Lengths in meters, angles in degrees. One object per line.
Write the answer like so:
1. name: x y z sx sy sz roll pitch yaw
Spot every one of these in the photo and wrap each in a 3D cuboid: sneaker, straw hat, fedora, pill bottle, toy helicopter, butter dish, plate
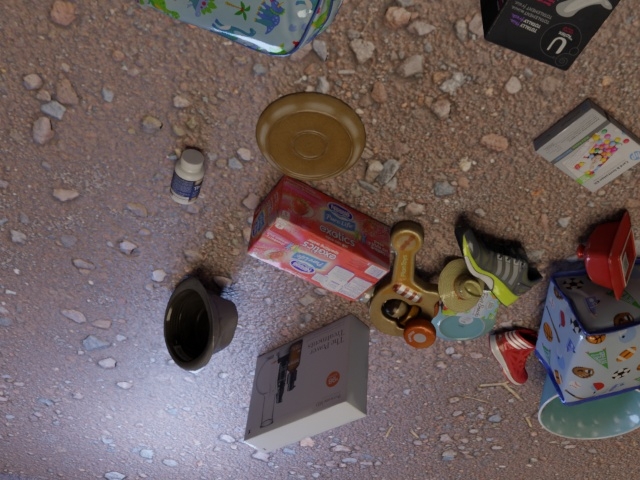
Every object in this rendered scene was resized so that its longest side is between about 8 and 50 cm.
1. sneaker: 0.423 0.040 1.689 0.121 0.111 0.300 -34 132 22
2. straw hat: 0.363 0.117 1.737 0.144 0.145 0.061 30 174 -26
3. fedora: -0.306 0.223 1.882 0.124 0.244 0.275 0 145 -41
4. pill bottle: -0.292 -0.142 1.560 0.067 0.067 0.120 15 137 -11
5. toy helicopter: 0.189 0.100 1.770 0.234 0.140 0.355 8 128 10
6. butter dish: 0.654 0.031 1.636 0.118 0.160 0.160 7 141 36
7. plate: 0.387 0.229 1.942 0.188 0.024 0.188 3 138 3
8. sneaker: 0.573 0.330 1.992 0.128 0.087 0.221 -21 133 27

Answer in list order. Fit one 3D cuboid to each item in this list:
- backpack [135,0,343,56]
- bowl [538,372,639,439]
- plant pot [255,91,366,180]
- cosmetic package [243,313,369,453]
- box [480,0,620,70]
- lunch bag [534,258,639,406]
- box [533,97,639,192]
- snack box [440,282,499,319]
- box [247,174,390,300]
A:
1. backpack: -0.129 -0.448 1.108 0.355 0.273 0.290 12 132 -27
2. bowl: 0.771 0.426 2.022 0.311 0.163 0.312 2 137 2
3. plant pot: -0.022 -0.208 1.494 0.236 0.032 0.236 2 138 2
4. cosmetic package: -0.037 0.403 1.975 0.377 0.285 0.097 -29 128 31
5. box: 0.392 -0.437 1.124 0.165 0.143 0.270 18 136 -12
6. lunch bag: 0.772 0.221 1.758 0.385 0.239 0.328 -12 137 -6
7. box: 0.558 -0.191 1.459 0.186 0.038 0.145 28 133 -25
8. snack box: 0.393 0.153 1.839 0.141 0.037 0.100 6 130 -2
9. box: 0.000 0.000 1.635 0.299 0.142 0.154 25 134 -21
